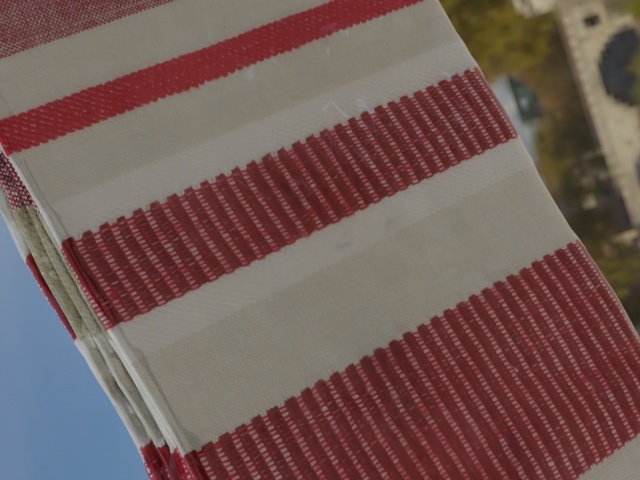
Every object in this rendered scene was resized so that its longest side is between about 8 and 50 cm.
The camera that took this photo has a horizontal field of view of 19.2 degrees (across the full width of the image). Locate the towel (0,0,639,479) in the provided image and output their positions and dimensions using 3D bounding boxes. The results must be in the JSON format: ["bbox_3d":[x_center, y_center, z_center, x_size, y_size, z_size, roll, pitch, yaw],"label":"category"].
[{"bbox_3d":[0.000,0.000,0.722,0.237,0.037,0.329,-26,-97,-41],"label":"towel"}]
